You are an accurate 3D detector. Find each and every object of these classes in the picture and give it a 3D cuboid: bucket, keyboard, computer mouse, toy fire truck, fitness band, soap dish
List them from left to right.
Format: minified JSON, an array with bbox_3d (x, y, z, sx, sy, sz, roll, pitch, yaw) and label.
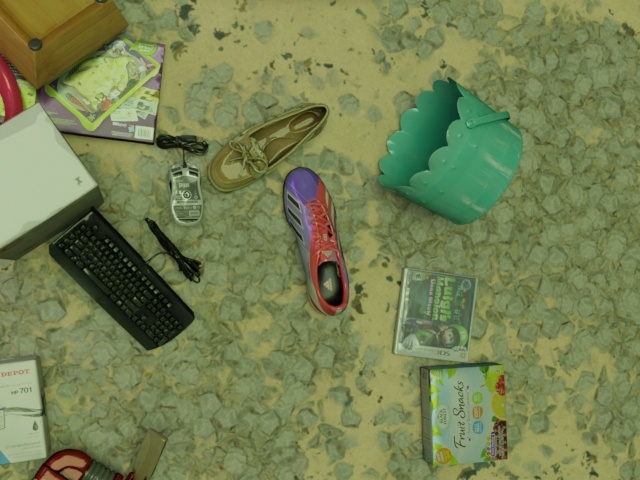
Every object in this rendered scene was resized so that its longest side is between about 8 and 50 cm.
[{"bbox_3d":[-0.622,-0.256,1.448,0.054,0.291,0.209,-27,101,20],"label":"fitness band"},{"bbox_3d":[-0.547,-0.462,1.575,0.291,0.118,0.229,46,67,2],"label":"soap dish"},{"bbox_3d":[-0.420,0.458,1.604,0.217,0.158,0.246,36,69,-9],"label":"toy fire truck"},{"bbox_3d":[-0.353,0.060,1.624,0.201,0.033,0.317,-44,120,-10],"label":"keyboard"},{"bbox_3d":[-0.280,-0.121,1.700,0.106,0.042,0.193,0,83,-17],"label":"computer mouse"},{"bbox_3d":[0.268,-0.178,1.710,0.183,0.281,0.281,29,82,-19],"label":"bucket"}]

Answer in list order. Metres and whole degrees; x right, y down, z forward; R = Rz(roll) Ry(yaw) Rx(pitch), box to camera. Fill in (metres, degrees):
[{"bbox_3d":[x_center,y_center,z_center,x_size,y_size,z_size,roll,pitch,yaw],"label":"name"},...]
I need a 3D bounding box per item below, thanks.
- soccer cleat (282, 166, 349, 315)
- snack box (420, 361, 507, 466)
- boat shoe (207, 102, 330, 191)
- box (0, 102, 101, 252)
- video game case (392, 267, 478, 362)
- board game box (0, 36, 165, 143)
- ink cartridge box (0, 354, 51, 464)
[{"bbox_3d":[0.000,0.000,1.717,0.109,0.116,0.318,-12,91,-13],"label":"soccer cleat"},{"bbox_3d":[0.309,0.373,1.798,0.175,0.070,0.207,-1,87,-13],"label":"snack box"},{"bbox_3d":[-0.108,-0.202,1.714,0.285,0.089,0.104,-37,97,-11],"label":"boat shoe"},{"bbox_3d":[-0.528,-0.091,1.487,0.215,0.345,0.168,-35,96,-12],"label":"box"},{"bbox_3d":[0.252,0.164,1.817,0.173,0.022,0.190,8,86,-12],"label":"video game case"},{"bbox_3d":[-0.494,-0.314,1.656,0.347,0.056,0.208,7,91,-12],"label":"board game box"},{"bbox_3d":[-0.601,0.326,1.592,0.140,0.082,0.190,-7,91,-13],"label":"ink cartridge box"}]
